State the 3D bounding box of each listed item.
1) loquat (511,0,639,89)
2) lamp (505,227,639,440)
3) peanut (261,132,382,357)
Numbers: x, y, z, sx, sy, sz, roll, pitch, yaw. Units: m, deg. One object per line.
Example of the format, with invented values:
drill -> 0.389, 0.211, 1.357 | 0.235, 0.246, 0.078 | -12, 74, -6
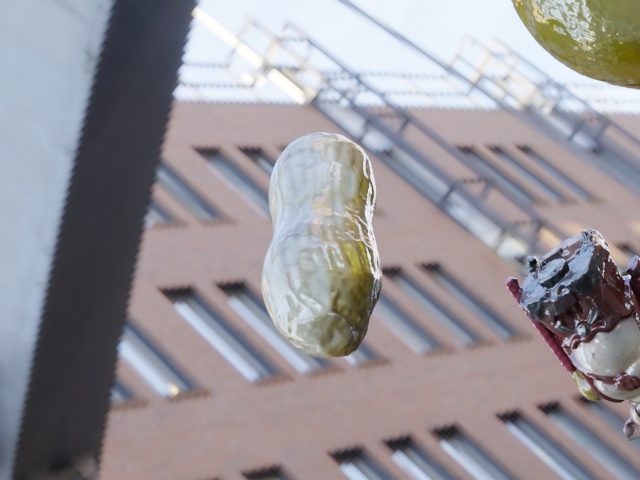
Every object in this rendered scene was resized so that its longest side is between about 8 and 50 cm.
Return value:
loquat -> 0.213, -0.204, 1.009 | 0.244, 0.244, 0.244 | -33, -34, -26
lamp -> 0.282, 0.107, 1.527 | 0.118, 0.118, 0.253 | -41, -71, -12
peanut -> 0.000, 0.000, 1.209 | 0.087, 0.206, 0.087 | 0, -46, 0
